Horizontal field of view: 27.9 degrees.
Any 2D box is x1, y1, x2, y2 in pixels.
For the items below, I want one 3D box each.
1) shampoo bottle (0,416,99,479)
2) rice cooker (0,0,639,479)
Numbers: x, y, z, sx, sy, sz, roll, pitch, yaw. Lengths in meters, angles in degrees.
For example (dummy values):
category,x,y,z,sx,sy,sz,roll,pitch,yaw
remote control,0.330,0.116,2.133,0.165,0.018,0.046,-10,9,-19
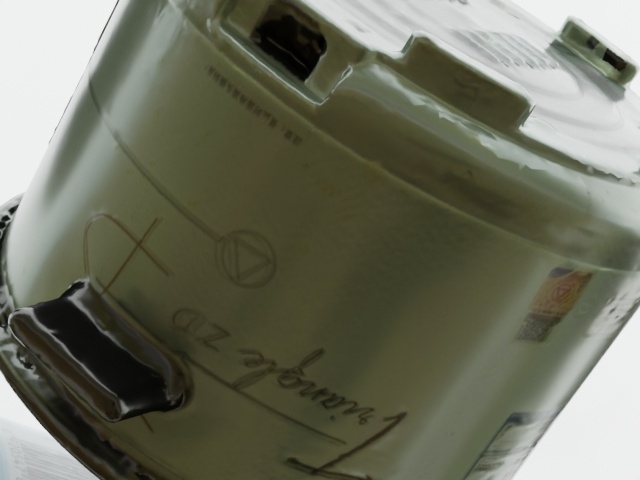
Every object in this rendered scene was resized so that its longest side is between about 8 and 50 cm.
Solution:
category,x,y,z,sx,sy,sz,roll,pitch,yaw
shampoo bottle,-0.193,0.310,0.914,0.342,0.331,0.331,28,-49,-31
rice cooker,0.000,0.000,0.506,0.241,0.280,0.227,39,-66,18
